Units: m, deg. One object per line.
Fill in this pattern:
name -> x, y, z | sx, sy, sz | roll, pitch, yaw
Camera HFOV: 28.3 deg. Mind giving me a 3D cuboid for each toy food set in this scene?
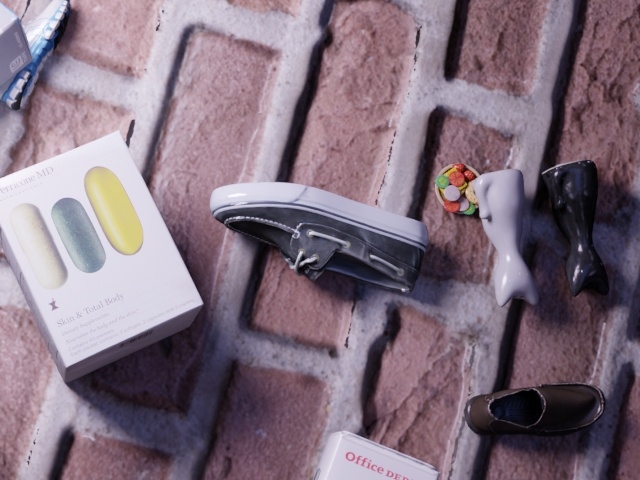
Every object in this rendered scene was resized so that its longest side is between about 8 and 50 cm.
toy food set -> 0.217, -0.080, 1.966 | 0.083, 0.020, 0.083 | -35, 87, -17

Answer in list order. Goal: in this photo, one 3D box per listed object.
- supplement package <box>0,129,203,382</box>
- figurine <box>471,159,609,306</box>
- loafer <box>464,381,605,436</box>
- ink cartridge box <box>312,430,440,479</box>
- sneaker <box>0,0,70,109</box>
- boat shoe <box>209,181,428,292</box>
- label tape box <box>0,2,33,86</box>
supplement package -> -0.312, 0.027, 1.733 | 0.199, 0.198, 0.262 | -25, 83, -16
figurine -> 0.337, -0.006, 1.934 | 0.215, 0.092, 0.209 | -8, 84, -23
loafer -> 0.328, 0.254, 1.884 | 0.220, 0.078, 0.080 | -7, 79, -14
ink cartridge box -> 0.054, 0.397, 1.785 | 0.159, 0.092, 0.217 | 23, 75, -7
sneaker -> -0.433, -0.289, 1.849 | 0.083, 0.071, 0.190 | 27, 73, 1
boat shoe -> 0.000, 0.000, 1.847 | 0.335, 0.121, 0.119 | 11, 71, -12
label tape box -> -0.613, -0.242, 1.742 | 0.249, 0.115, 0.348 | 40, 69, 17
